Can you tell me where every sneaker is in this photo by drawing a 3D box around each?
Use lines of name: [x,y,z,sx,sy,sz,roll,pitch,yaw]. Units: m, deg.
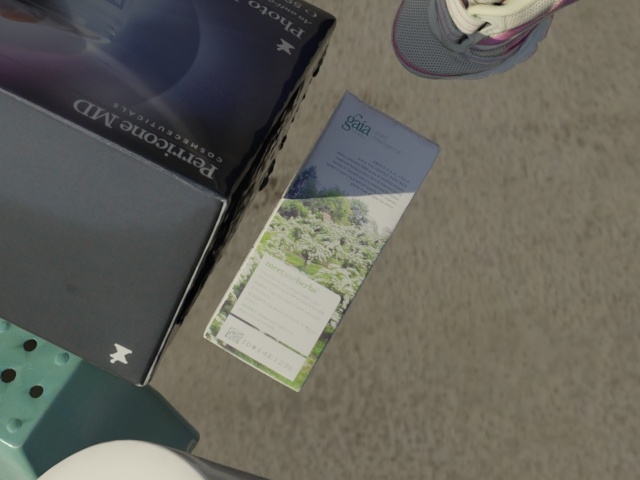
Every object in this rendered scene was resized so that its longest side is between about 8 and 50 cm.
sneaker: [0.120,-0.185,0.995,0.252,0.111,0.103,-32,73,49]

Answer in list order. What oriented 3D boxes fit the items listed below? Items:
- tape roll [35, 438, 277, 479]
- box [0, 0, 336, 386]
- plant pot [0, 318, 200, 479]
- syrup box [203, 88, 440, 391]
tape roll: [-0.041,0.219,0.594,0.169,0.246,0.246,25,113,-36]
box: [-0.178,-0.100,1.024,0.296,0.294,0.182,26,126,-1]
plant pot: [-0.252,0.172,1.361,0.166,0.234,0.165,25,69,24]
syrup box: [0.000,0.000,1.211,0.093,0.096,0.237,30,87,-2]
